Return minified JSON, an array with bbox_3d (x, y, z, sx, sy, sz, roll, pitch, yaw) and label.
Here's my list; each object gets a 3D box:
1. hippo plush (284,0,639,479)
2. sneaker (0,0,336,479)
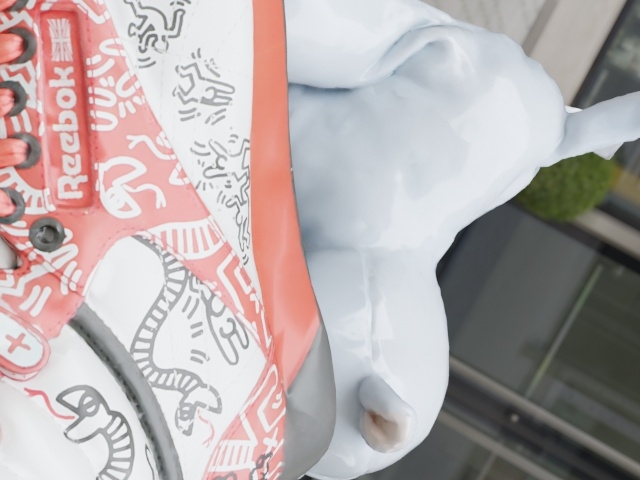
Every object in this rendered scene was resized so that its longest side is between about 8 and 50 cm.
[{"bbox_3d":[0.000,0.000,0.764,0.234,0.294,0.236,155,-46,-72],"label":"hippo plush"},{"bbox_3d":[-0.082,-0.019,0.400,0.145,0.090,0.270,-33,120,-42],"label":"sneaker"}]
